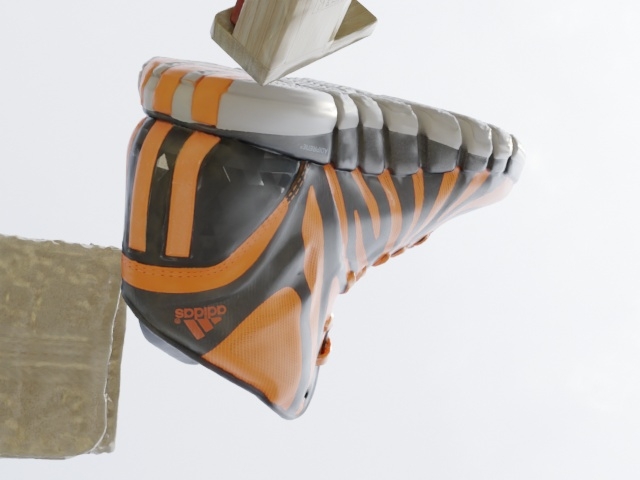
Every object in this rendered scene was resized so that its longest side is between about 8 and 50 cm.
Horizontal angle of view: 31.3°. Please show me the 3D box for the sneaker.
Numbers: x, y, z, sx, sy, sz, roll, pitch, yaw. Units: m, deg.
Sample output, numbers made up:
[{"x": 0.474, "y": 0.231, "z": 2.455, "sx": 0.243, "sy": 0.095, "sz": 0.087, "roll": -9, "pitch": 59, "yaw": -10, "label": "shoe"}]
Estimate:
[{"x": 0.000, "y": 0.000, "z": 0.669, "sx": 0.124, "sy": 0.321, "sz": 0.180, "roll": 20, "pitch": -77, "yaw": 39, "label": "sneaker"}]

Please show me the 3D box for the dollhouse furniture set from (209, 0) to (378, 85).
[{"x": -0.032, "y": -0.165, "z": 0.420, "sx": 0.129, "sy": 0.184, "sz": 0.129, "roll": 44, "pitch": -132, "yaw": 16, "label": "dollhouse furniture set"}]

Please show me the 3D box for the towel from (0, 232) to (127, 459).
[{"x": -0.293, "y": 0.078, "z": 0.917, "sx": 0.282, "sy": 0.049, "sz": 0.187, "roll": 10, "pitch": -105, "yaw": -25, "label": "towel"}]
